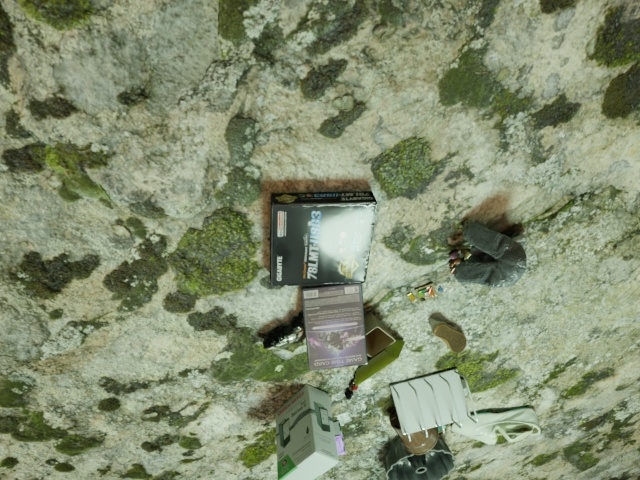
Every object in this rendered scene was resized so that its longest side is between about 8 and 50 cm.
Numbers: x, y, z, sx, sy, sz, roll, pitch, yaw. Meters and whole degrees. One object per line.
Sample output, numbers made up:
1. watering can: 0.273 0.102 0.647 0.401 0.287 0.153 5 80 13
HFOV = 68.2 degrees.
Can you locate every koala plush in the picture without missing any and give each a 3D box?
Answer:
1. koala plush: 0.561 0.061 1.459 0.221 0.203 0.197 6 99 -48

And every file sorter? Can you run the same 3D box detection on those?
1. file sorter: 0.432 0.627 1.797 0.277 0.193 0.173 -14 172 -1

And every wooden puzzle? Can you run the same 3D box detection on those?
1. wooden puzzle: 0.358 0.181 1.607 0.116 0.014 0.079 -28 126 9

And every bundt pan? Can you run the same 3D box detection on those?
1. bundt pan: 0.438 0.990 2.149 0.330 0.124 0.331 -6 127 -8

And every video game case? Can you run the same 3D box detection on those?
1. video game case: 0.046 0.277 1.525 0.195 0.026 0.275 -6 99 -3

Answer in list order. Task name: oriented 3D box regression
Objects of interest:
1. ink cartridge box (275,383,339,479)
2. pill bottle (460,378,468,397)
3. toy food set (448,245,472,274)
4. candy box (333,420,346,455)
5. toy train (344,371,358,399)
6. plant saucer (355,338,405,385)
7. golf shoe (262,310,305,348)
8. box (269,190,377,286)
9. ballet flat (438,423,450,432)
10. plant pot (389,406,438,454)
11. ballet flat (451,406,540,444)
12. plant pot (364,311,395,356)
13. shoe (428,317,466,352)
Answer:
1. ink cartridge box: -0.060 0.721 1.753 0.121 0.289 0.211 33 114 -26
2. pill bottle: 0.569 0.629 1.943 0.066 0.067 0.120 -3 127 -9
3. toy food set: 0.450 0.064 1.534 0.077 0.019 0.122 -1 126 -10
4. candy box: 0.000 0.855 1.997 0.196 0.070 0.165 -12 127 -3
5. toy train: 0.130 0.561 1.827 0.027 0.036 0.158 10 123 -18
6. plant saucer: 0.203 0.420 1.679 0.188 0.188 0.045 -39 84 18
7. golf shoe: -0.100 0.322 1.583 0.198 0.077 0.094 -31 126 13
8. box: 0.000 0.000 1.370 0.293 0.073 0.296 -2 126 -11
9. ballet flat: 0.540 0.764 2.038 0.232 0.080 0.073 -40 153 21
10. plant pot: 0.378 0.769 1.963 0.166 0.167 0.165 -32 117 13
11. ballet flat: 0.791 0.835 2.100 0.399 0.139 0.139 -6 127 -6
12. plant pot: 0.173 0.312 1.615 0.109 0.096 0.109 -38 124 18
13. shoe: 0.466 0.344 1.728 0.077 0.058 0.219 -50 126 1
